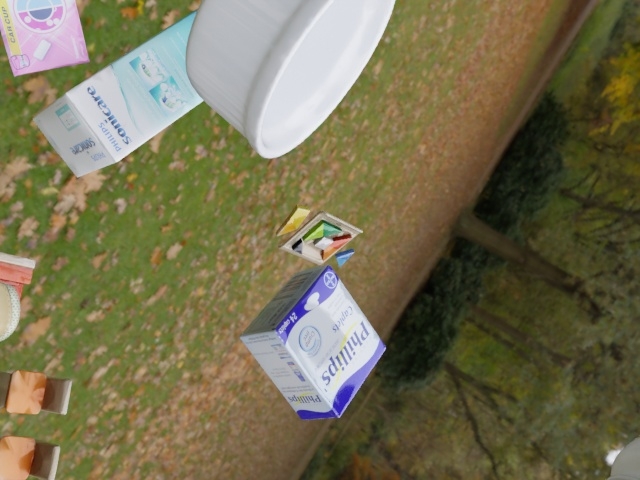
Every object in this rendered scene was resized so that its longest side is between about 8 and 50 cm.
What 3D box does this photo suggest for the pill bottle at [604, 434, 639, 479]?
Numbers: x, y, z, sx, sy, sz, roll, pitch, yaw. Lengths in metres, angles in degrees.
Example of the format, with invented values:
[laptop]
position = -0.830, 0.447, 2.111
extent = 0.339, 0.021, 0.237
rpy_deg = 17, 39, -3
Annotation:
[pill bottle]
position = 0.415, 0.254, 0.787
extent = 0.283, 0.160, 0.160
rpy_deg = -28, 157, -22

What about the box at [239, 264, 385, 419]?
[box]
position = -0.006, 0.122, 0.900
extent = 0.072, 0.137, 0.126
rpy_deg = -16, -156, 46

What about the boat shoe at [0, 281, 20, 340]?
[boat shoe]
position = -0.164, 0.023, 0.323
extent = 0.068, 0.072, 0.190
rpy_deg = -53, -149, 8

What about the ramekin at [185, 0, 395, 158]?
[ramekin]
position = -0.039, -0.251, 0.923
extent = 0.277, 0.135, 0.277
rpy_deg = -50, 169, -13

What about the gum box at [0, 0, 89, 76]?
[gum box]
position = -0.403, -0.338, 1.050
extent = 0.107, 0.062, 0.188
rpy_deg = -16, 120, -18

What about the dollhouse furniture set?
[dollhouse furniture set]
position = -0.393, 0.142, 0.801
extent = 0.262, 0.135, 0.258
rpy_deg = 19, 73, -42

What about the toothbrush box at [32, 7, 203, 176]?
[toothbrush box]
position = -0.286, -0.241, 1.211
extent = 0.295, 0.126, 0.216
rpy_deg = -43, -159, -25

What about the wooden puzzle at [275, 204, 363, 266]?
[wooden puzzle]
position = 0.000, 0.000, 0.811
extent = 0.116, 0.014, 0.078
rpy_deg = 17, 133, -40
